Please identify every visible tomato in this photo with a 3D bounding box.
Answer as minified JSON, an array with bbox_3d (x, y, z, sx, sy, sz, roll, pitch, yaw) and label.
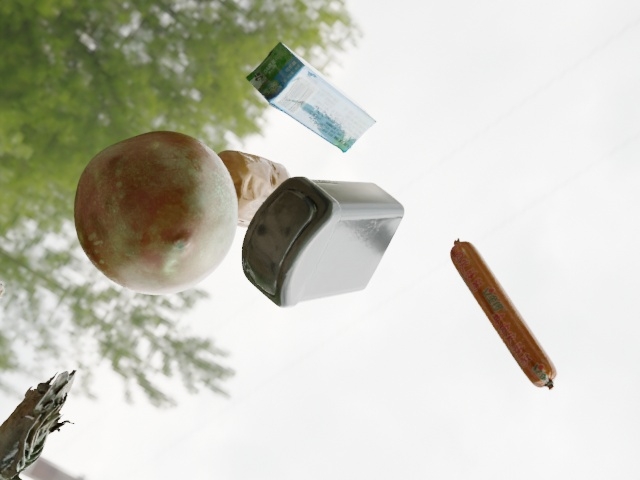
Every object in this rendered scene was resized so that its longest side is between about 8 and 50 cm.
[{"bbox_3d":[-0.261,-0.038,1.980,0.270,0.270,0.223,-50,-148,12],"label":"tomato"}]

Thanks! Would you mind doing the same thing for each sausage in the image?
[{"bbox_3d":[0.300,0.117,2.034,0.053,0.053,0.348,-46,-133,19],"label":"sausage"},{"bbox_3d":[-0.134,-0.095,2.330,0.120,0.241,0.136,-9,-107,31],"label":"sausage"}]

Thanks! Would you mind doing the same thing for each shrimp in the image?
[{"bbox_3d":[-0.379,0.305,1.606,0.296,0.169,0.058,-50,163,22],"label":"shrimp"}]

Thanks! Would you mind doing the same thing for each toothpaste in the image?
[{"bbox_3d":[-0.007,-0.175,1.544,0.065,0.266,0.050,-48,-112,8],"label":"toothpaste"}]

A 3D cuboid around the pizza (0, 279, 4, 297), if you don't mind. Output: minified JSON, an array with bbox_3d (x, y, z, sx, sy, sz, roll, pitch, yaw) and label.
[{"bbox_3d":[-0.658,0.118,2.151,0.089,0.223,0.324,8,-109,16],"label":"pizza"}]

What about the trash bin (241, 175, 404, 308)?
[{"bbox_3d":[0.000,0.000,1.717,0.101,0.236,0.177,38,-65,30],"label":"trash bin"}]
